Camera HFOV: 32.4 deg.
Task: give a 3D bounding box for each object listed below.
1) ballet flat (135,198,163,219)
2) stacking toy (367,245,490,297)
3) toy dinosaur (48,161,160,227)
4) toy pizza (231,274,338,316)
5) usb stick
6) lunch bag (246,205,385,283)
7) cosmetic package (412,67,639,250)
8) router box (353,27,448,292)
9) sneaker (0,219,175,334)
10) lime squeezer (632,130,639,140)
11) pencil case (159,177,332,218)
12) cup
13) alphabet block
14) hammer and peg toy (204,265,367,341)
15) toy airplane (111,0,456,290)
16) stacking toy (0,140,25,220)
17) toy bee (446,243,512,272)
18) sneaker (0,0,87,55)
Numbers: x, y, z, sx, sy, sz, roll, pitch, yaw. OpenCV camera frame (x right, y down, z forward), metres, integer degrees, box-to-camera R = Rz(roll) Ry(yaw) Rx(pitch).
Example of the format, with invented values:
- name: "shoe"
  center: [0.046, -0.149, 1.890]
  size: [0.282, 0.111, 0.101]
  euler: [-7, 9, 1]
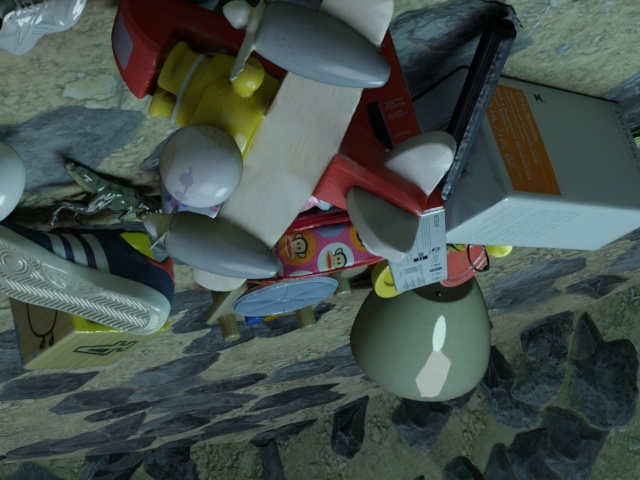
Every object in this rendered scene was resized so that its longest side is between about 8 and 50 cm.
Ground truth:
- name: "ballet flat"
  center: [-0.229, -0.043, 1.851]
  size: [0.173, 0.049, 0.057]
  euler: [-1, 156, -37]
- name: "stacking toy"
  center: [0.231, -0.034, 2.250]
  size: [0.309, 0.130, 0.279]
  euler: [-3, 132, -41]
- name: "toy dinosaur"
  center: [-0.350, -0.063, 1.690]
  size: [0.118, 0.064, 0.268]
  euler: [-25, 157, 16]
- name: "toy pizza"
  center: [-0.067, 0.095, 2.031]
  size: [0.201, 0.032, 0.201]
  euler: [-13, 163, -4]
- name: "usb stick"
  center: [0.212, -0.182, 1.570]
  size: [0.045, 0.077, 0.278]
  euler: [18, 116, -3]
- name: "lunch bag"
  center: [0.000, 0.000, 1.925]
  size: [0.258, 0.120, 0.293]
  euler: [-10, -176, -26]
- name: "cosmetic package"
  center: [0.352, -0.120, 1.817]
  size: [0.453, 0.230, 0.161]
  euler: [2, 154, -45]
- name: "router box"
  center: [0.092, -0.116, 1.500]
  size: [0.082, 0.301, 0.335]
  euler: [-16, 163, 3]
- name: "sneaker"
  center: [-0.396, 0.026, 1.759]
  size: [0.350, 0.148, 0.131]
  euler: [24, 135, -11]
- name: "lime squeezer"
  center: [0.691, -0.248, 2.030]
  size: [0.110, 0.059, 0.310]
  euler: [25, 148, -17]
- name: "pencil case"
  center: [-0.119, -0.075, 1.750]
  size: [0.273, 0.113, 0.124]
  euler: [-13, 177, -7]
- name: "cup"
  center: [0.247, 0.165, 2.512]
  size: [0.331, 0.331, 0.237]
  euler: [-9, 136, -19]
- name: "alphabet block"
  center: [-0.408, 0.105, 1.921]
  size: [0.193, 0.192, 0.197]
  euler: [-1, 156, -43]
- name: "hammer and peg toy"
  center: [-0.071, 0.078, 2.218]
  size: [0.266, 0.127, 0.361]
  euler: [-6, 157, -27]
- name: "toy airplane"
  center: [-0.055, -0.099, 1.193]
  size: [0.384, 0.386, 0.272]
  euler: [2, -152, 36]
- name: "stacking toy"
  center: [-0.591, 0.027, 1.490]
  size: [0.480, 0.350, 0.350]
  euler: [-36, 159, 5]
- name: "toy bee"
  center: [0.274, -0.045, 2.050]
  size: [0.162, 0.195, 0.298]
  euler: [-15, -177, 42]
- name: "sneaker"
  center: [-0.309, -0.247, 1.184]
  size: [0.152, 0.053, 0.061]
  euler: [-26, 156, 30]
